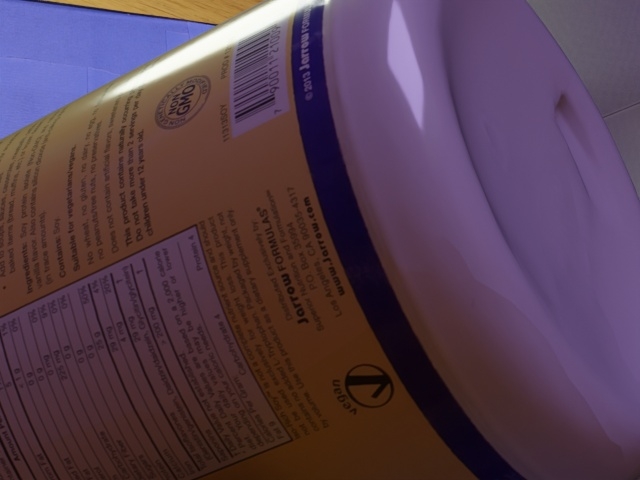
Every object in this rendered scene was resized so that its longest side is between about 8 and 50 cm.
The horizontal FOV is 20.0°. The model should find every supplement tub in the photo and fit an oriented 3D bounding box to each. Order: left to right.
[{"bbox_3d":[-0.041,0.041,0.782,0.331,0.241,0.241,-25,3,25],"label":"supplement tub"}]

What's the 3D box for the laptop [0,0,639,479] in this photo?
[{"bbox_3d":[-0.016,-0.018,1.002,0.236,0.407,0.382,30,46,-49],"label":"laptop"}]
